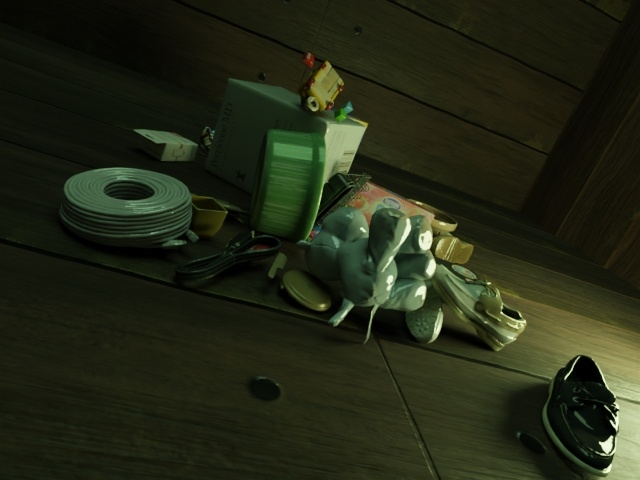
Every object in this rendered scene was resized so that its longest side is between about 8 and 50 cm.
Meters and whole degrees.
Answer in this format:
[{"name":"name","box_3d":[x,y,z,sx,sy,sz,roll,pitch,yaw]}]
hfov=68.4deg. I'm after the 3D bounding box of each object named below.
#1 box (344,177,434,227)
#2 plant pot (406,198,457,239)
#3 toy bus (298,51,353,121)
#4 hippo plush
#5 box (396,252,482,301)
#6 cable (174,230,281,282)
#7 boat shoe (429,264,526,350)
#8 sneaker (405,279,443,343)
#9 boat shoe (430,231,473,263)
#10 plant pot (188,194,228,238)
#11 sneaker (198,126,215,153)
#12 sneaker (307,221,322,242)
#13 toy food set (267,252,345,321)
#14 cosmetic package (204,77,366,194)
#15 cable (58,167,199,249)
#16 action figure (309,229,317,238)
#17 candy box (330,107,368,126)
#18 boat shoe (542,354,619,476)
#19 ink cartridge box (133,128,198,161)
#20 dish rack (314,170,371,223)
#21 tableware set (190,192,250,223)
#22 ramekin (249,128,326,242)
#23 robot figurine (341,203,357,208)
[{"name":"box","box_3d":[0.240,-0.100,1.685,0.299,0.142,0.154,27,13,7]},{"name":"plant pot","box_3d":[0.414,-0.070,1.883,0.237,0.110,0.237,21,19,-7]},{"name":"toy bus","box_3d":[-0.013,-0.452,1.441,0.202,0.191,0.104,-2,-12,-46]},{"name":"hippo plush","box_3d":[0.090,0.053,1.030,0.234,0.294,0.236,36,-10,-40]},{"name":"box","box_3d":[0.358,0.113,1.402,0.269,0.060,0.216,21,19,-5]},{"name":"cable","box_3d":[-0.181,0.046,0.998,0.139,0.072,0.287,11,24,16]},{"name":"boat shoe","box_3d":[0.367,0.140,1.103,0.302,0.103,0.113,39,21,-27]},{"name":"sneaker","box_3d":[0.257,0.166,1.117,0.095,0.090,0.235,60,23,-24]},{"name":"boat shoe","box_3d":[0.455,0.029,1.696,0.089,0.105,0.285,31,10,37]},{"name":"plant pot","box_3d":[-0.280,-0.050,1.099,0.081,0.083,0.081,4,26,-44]},{"name":"sneaker","box_3d":[-0.421,-0.386,1.847,0.069,0.084,0.185,2,27,-45]},{"name":"sneaker","box_3d":[0.027,-0.013,1.378,0.152,0.058,0.085,8,31,-20]},{"name":"toy food set","box_3d":[-0.030,0.112,1.026,0.192,0.039,0.132,32,24,-3]},{"name":"cosmetic package","box_3d":[-0.118,-0.323,1.635,0.393,0.330,0.327,28,22,18]},{"name":"cable","box_3d":[-0.399,-0.074,0.981,0.256,0.089,0.257,-3,31,-29]},{"name":"action figure","box_3d":[0.000,0.000,1.296,0.115,0.030,0.038,43,22,-9]},{"name":"candy box","box_3d":[0.034,-0.396,2.021,0.122,0.317,0.268,35,23,34]},{"name":"boat shoe","box_3d":[0.532,0.325,0.940,0.127,0.113,0.340,30,21,22]},{"name":"ink cartridge box","box_3d":[-0.522,-0.316,1.575,0.115,0.067,0.198,29,18,19]},{"name":"dish rack","box_3d":[0.060,-0.131,1.494,0.074,0.208,0.271,56,27,13]},{"name":"tableware set","box_3d":[-0.297,-0.088,1.258,0.194,0.039,0.128,12,9,-43]},{"name":"ramekin","box_3d":[-0.097,-0.152,1.267,0.148,0.304,0.303,10,21,-14]},{"name":"robot figurine","box_3d":[0.075,-0.055,1.456,0.101,0.115,0.067,12,21,-30]}]
